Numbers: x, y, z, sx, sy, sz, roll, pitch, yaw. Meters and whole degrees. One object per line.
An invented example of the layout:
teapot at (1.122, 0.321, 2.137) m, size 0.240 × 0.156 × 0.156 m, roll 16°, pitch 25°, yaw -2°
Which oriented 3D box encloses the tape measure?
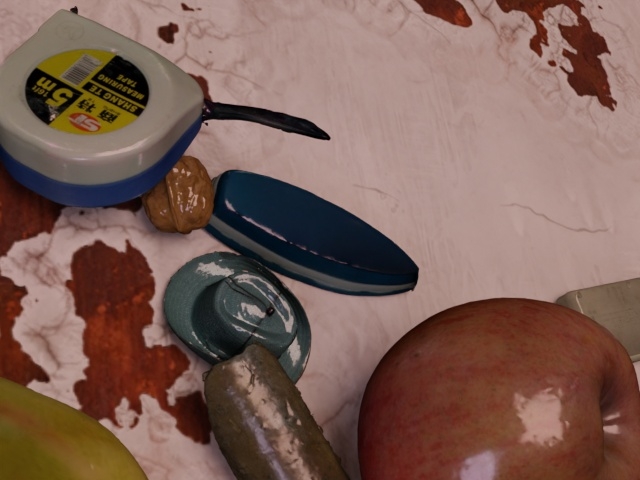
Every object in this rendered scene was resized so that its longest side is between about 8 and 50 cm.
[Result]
tape measure at (-0.186, -0.112, 1.049) m, size 0.351 × 0.098 × 0.215 m, roll 25°, pitch 53°, yaw 12°

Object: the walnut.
walnut at (-0.162, -0.051, 1.110) m, size 0.078 × 0.082 × 0.096 m, roll -11°, pitch 60°, yaw 7°

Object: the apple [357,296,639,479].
apple at (0.211, 0.210, 1.058) m, size 0.344 × 0.269 × 0.345 m, roll 35°, pitch 36°, yaw -30°

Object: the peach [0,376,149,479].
peach at (-0.283, 0.266, 0.736) m, size 0.281 × 0.314 × 0.316 m, roll -29°, pitch 109°, yaw -68°

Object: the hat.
hat at (-0.079, 0.086, 1.090) m, size 0.191 × 0.078 × 0.138 m, roll 39°, pitch 51°, yaw -10°

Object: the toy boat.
toy boat at (0.000, 0.000, 1.191) m, size 0.299 × 0.061 × 0.096 m, roll 23°, pitch 56°, yaw -20°

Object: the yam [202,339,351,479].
yam at (-0.035, 0.237, 1.028) m, size 0.106 × 0.106 × 0.259 m, roll -29°, pitch 84°, yaw -38°

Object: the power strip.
power strip at (0.457, 0.115, 1.422) m, size 0.270 × 0.046 × 0.118 m, roll -8°, pitch 69°, yaw -33°
